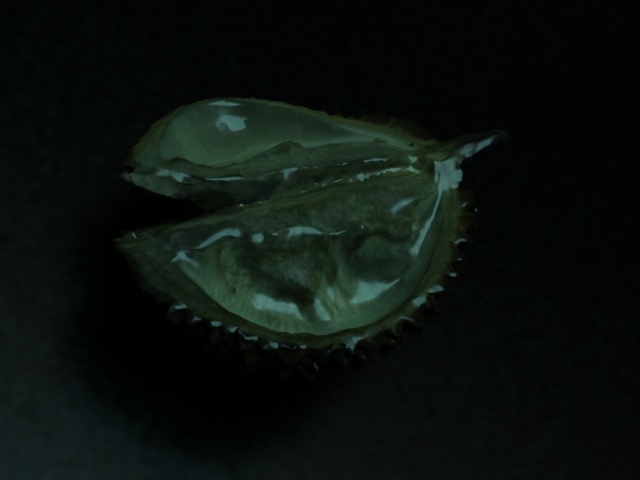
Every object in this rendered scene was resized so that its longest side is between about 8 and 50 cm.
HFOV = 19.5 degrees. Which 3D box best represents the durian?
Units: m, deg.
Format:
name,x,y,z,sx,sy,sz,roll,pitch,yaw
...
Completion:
name,x,y,z,sx,sy,sz,roll,pitch,yaw
durian,-0.001,-0.002,0.625,0.140,0.071,0.110,-20,69,-16
